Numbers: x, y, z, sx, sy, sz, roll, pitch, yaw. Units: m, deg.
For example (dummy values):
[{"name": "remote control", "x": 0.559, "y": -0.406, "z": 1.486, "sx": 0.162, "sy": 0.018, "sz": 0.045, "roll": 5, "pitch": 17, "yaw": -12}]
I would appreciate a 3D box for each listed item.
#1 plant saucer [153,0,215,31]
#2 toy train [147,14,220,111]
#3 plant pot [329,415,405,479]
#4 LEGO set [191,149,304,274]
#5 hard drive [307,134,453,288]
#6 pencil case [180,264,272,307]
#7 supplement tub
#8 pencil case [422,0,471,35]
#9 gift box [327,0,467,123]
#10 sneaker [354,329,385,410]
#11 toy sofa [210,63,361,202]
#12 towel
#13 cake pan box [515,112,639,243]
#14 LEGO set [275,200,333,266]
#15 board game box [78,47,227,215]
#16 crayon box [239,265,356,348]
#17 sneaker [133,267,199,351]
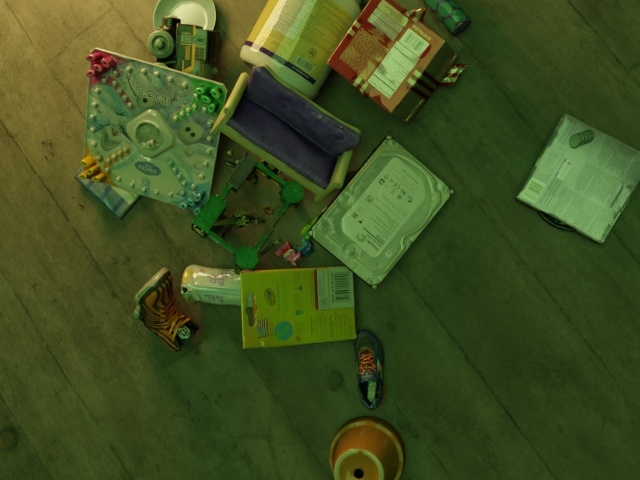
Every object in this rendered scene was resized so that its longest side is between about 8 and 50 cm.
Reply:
[{"name": "plant saucer", "x": -0.392, "y": -0.645, "z": 2.033, "sx": 0.194, "sy": 0.037, "sz": 0.195, "roll": 0, "pitch": 89, "yaw": 12}, {"name": "toy train", "x": -0.385, "y": -0.458, "z": 1.962, "sx": 0.190, "sy": 0.142, "sz": 0.334, "roll": 6, "pitch": 102, "yaw": 3}, {"name": "plant pot", "x": 0.113, "y": 0.581, "z": 1.818, "sx": 0.205, "sy": 0.188, "sz": 0.205, "roll": 0, "pitch": 88, "yaw": 12}, {"name": "LEGO set", "x": -0.209, "y": -0.076, "z": 1.933, "sx": 0.254, "sy": 0.192, "sz": 0.332, "roll": 28, "pitch": 80, "yaw": -7}, {"name": "hard drive", "x": 0.157, "y": -0.074, "z": 1.836, "sx": 0.237, "sy": 0.064, "sz": 0.339, "roll": 41, "pitch": 87, "yaw": -5}, {"name": "pencil case", "x": -0.250, "y": 0.130, "z": 1.939, "sx": 0.272, "sy": 0.124, "sz": 0.114, "roll": 3, "pitch": 86, "yaw": 11}, {"name": "supplement tub", "x": -0.039, "y": -0.571, "z": 1.855, "sx": 0.241, "sy": 0.241, "sz": 0.331, "roll": 31, "pitch": 94, "yaw": 11}, {"name": "pencil case", "x": 0.333, "y": -0.621, "z": 1.866, "sx": 0.064, "sy": 0.070, "sz": 0.152, "roll": -40, "pitch": 81, "yaw": 11}, {"name": "gift box", "x": 0.213, "y": -0.471, "z": 1.789, "sx": 0.255, "sy": 0.258, "sz": 0.276, "roll": 45, "pitch": 105, "yaw": 10}, {"name": "sneaker", "x": 0.134, "y": 0.351, "z": 1.872, "sx": 0.083, "sy": 0.087, "sz": 0.222, "roll": -10, "pitch": 87, "yaw": 10}, {"name": "toy sofa", "x": -0.082, "y": -0.274, "z": 1.799, "sx": 0.362, "sy": 0.150, "sz": 0.177, "roll": 33, "pitch": 140, "yaw": -18}, {"name": "towel", "x": -0.578, "y": -0.233, "z": 2.063, "sx": 0.209, "sy": 0.034, "sz": 0.285, "roll": 41, "pitch": 98, "yaw": 8}, {"name": "cake pan box", "x": 0.669, "y": -0.153, "z": 1.786, "sx": 0.245, "sy": 0.070, "sz": 0.267, "roll": 29, "pitch": 94, "yaw": 13}, {"name": "LEGO set", "x": 0.000, "y": 0.000, "z": 1.908, "sx": 0.227, "sy": 0.087, "sz": 0.093, "roll": -42, "pitch": 68, "yaw": 7}, {"name": "board game box", "x": -0.476, "y": -0.291, "z": 1.927, "sx": 0.389, "sy": 0.050, "sz": 0.390, "roll": 17, "pitch": 118, "yaw": 4}, {"name": "crayon box", "x": -0.067, "y": 0.172, "z": 1.842, "sx": 0.318, "sy": 0.081, "sz": 0.203, "roll": -1, "pitch": 88, "yaw": -23}, {"name": "sneaker", "x": -0.407, "y": 0.194, "z": 1.903, "sx": 0.180, "sy": 0.321, "sz": 0.125, "roll": 41, "pitch": 64, "yaw": 3}]
